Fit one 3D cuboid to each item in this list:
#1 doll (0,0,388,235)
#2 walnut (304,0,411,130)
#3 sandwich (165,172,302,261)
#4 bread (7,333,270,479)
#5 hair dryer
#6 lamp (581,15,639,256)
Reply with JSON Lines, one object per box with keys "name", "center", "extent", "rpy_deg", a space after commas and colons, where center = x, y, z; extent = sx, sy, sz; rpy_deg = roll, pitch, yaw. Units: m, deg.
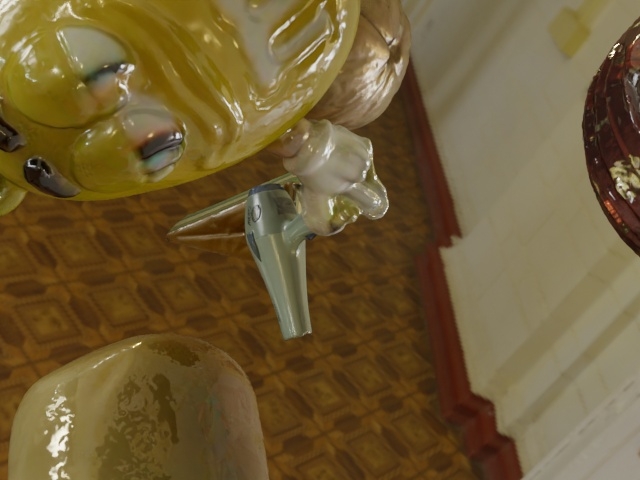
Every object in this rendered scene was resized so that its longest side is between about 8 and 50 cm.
{"name": "doll", "center": [-0.039, -0.175, 0.609], "extent": [0.348, 0.423, 0.161], "rpy_deg": [14, 15, -32]}
{"name": "walnut", "center": [-0.034, -0.282, 1.201], "extent": [0.313, 0.251, 0.277], "rpy_deg": [18, 10, 31]}
{"name": "sandwich", "center": [-0.103, -0.045, 1.081], "extent": [0.163, 0.113, 0.079], "rpy_deg": [12, 23, 8]}
{"name": "bread", "center": [-0.201, 0.306, 1.054], "extent": [0.348, 0.253, 0.375], "rpy_deg": [22, 47, -39]}
{"name": "hair dryer", "center": [-0.003, 0.020, 0.880], "extent": [0.068, 0.199, 0.167], "rpy_deg": [-8, 94, -40]}
{"name": "lamp", "center": [0.280, -0.061, 0.540], "extent": [0.247, 0.247, 0.247], "rpy_deg": [26, 30, -16]}
